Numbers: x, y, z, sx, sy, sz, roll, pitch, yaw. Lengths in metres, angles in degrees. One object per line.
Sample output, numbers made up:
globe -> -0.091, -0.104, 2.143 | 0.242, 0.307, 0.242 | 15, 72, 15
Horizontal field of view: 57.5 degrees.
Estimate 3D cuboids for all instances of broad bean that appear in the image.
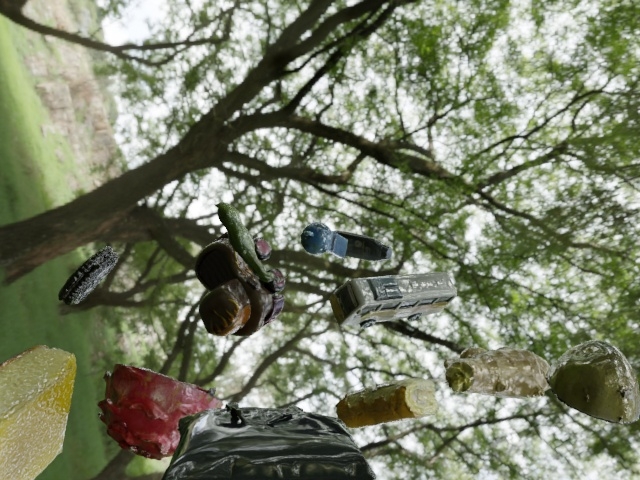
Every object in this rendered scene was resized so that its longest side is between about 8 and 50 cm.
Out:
broad bean -> -0.214, 0.013, 1.732 | 0.056, 0.098, 0.318 | -15, -58, 45

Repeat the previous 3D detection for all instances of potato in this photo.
potato -> 0.560, 0.262, 1.175 | 0.182, 0.202, 0.117 | 13, -70, 16

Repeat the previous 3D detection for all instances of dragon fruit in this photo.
dragon fruit -> -0.496, 0.532, 1.780 | 0.371, 0.249, 0.386 | 2, -29, 36

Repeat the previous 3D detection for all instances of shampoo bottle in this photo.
shampoo bottle -> 0.130, 0.021, 1.970 | 0.234, 0.049, 0.087 | 12, -61, 33

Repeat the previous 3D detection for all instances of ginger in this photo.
ginger -> 0.457, 0.333, 1.582 | 0.166, 0.376, 0.236 | -55, -150, 19

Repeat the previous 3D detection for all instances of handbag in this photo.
handbag -> -0.074, 0.276, 0.784 | 0.211, 0.254, 0.088 | -163, -105, -80

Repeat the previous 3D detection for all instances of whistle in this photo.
whistle -> 0.000, 0.000, 1.458 | 0.090, 0.090, 0.158 | 63, 15, 25

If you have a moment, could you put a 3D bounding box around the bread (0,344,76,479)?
bread -> -0.736, 0.453, 1.374 | 0.323, 0.143, 0.333 | -52, 162, -69

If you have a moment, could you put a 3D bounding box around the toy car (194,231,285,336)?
toy car -> -0.287, 0.146, 1.855 | 0.271, 0.240, 0.340 | -35, -101, 35

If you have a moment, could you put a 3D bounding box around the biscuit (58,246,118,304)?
biscuit -> -0.616, 0.095, 1.553 | 0.053, 0.194, 0.194 | 43, -25, -7

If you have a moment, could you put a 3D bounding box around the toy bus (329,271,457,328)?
toy bus -> 0.198, 0.155, 1.546 | 0.138, 0.343, 0.097 | -52, -131, 46

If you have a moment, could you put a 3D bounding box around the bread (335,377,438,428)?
bread -> 0.261, 0.659, 2.359 | 0.375, 0.237, 0.165 | -25, -114, 40
